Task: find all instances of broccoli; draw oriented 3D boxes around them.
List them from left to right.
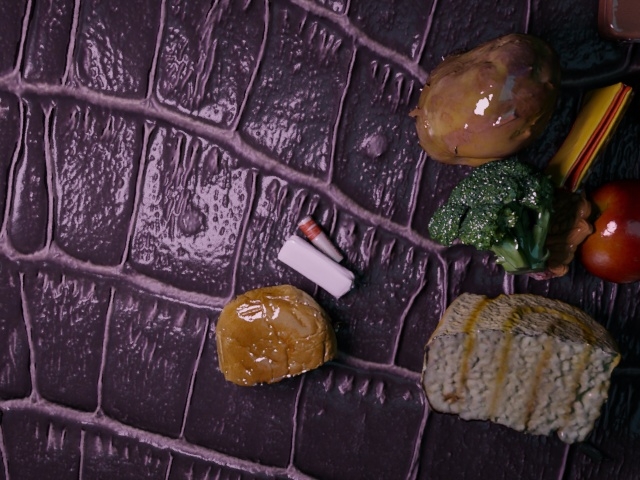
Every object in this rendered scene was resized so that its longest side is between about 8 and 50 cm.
[{"bbox_3d":[0.376,-0.041,1.193,0.294,0.265,0.246,-3,68,-35],"label":"broccoli"}]

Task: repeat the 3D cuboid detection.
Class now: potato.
[{"bbox_3d":[0.351,-0.281,1.171,0.300,0.237,0.289,16,100,0],"label":"potato"}]

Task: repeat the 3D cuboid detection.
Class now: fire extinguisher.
[{"bbox_3d":[0.661,0.517,1.393,0.083,0.025,0.038,33,137,-2],"label":"fire extinguisher"}]

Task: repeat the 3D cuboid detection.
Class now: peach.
[{"bbox_3d":[0.669,-0.013,1.219,0.243,0.199,0.244,0,109,0],"label":"peach"}]

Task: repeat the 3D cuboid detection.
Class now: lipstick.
[{"bbox_3d":[0.000,0.000,1.334,0.038,0.038,0.131,-39,96,8],"label":"lipstick"}]

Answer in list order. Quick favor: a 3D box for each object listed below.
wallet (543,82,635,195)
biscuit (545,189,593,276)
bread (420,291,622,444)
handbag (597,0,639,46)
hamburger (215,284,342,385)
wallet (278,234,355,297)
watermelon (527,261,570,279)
[{"bbox_3d":[0.562,-0.211,1.217,0.067,0.141,0.241,27,97,-5],"label":"wallet"},{"bbox_3d":[0.534,-0.043,1.248,0.035,0.162,0.250,21,69,-13],"label":"biscuit"},{"bbox_3d":[0.405,0.247,1.255,0.394,0.264,0.240,10,112,2],"label":"bread"},{"bbox_3d":[0.692,-0.486,1.206,0.193,0.072,0.152,6,100,0],"label":"handbag"},{"bbox_3d":[-0.106,0.205,1.327,0.308,0.132,0.211,-11,101,6],"label":"hamburger"},{"bbox_3d":[-0.007,0.063,1.328,0.189,0.033,0.095,33,141,-1],"label":"wallet"},{"bbox_3d":[0.470,0.039,1.298,0.180,0.094,0.081,22,104,17],"label":"watermelon"}]
